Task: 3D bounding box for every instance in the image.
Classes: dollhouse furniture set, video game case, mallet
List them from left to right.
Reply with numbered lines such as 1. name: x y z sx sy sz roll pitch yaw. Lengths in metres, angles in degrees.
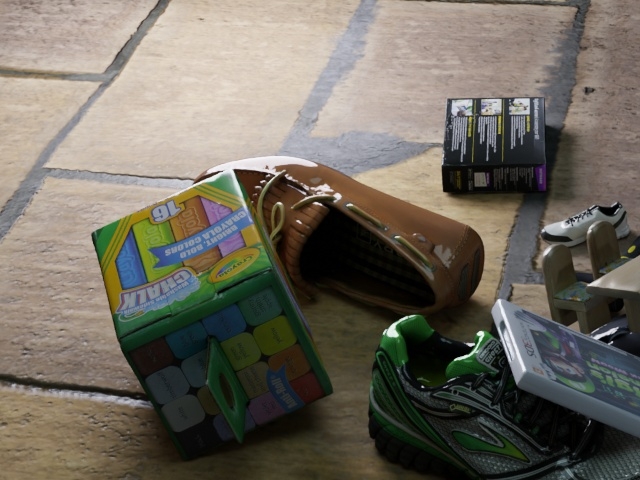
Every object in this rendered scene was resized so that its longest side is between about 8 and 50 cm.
1. video game case: 0.265 0.132 1.691 0.190 0.022 0.173 23 19 -12
2. mallet: 0.343 0.025 2.020 0.062 0.039 0.190 7 30 24
3. dollhouse furniture set: 0.382 -0.009 1.831 0.242 0.161 0.212 -25 20 -36

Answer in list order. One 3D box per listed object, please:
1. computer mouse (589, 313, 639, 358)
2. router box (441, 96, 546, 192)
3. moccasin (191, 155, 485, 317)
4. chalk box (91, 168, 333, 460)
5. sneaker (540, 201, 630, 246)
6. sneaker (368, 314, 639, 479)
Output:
1. computer mouse: 0.343 0.125 1.835 0.262 0.060 0.184 -3 32 6
2. router box: 0.226 -0.126 2.258 0.133 0.046 0.179 -1 33 8
3. moccasin: 0.000 0.003 2.029 0.380 0.139 0.147 25 34 25
4. chalk box: -0.110 0.091 1.822 0.179 0.180 0.289 -25 34 -1
5. sneaker: 0.316 -0.022 2.085 0.109 0.044 0.040 -11 35 -4
6. sneaker: 0.184 0.179 1.698 0.343 0.146 0.134 19 40 32
